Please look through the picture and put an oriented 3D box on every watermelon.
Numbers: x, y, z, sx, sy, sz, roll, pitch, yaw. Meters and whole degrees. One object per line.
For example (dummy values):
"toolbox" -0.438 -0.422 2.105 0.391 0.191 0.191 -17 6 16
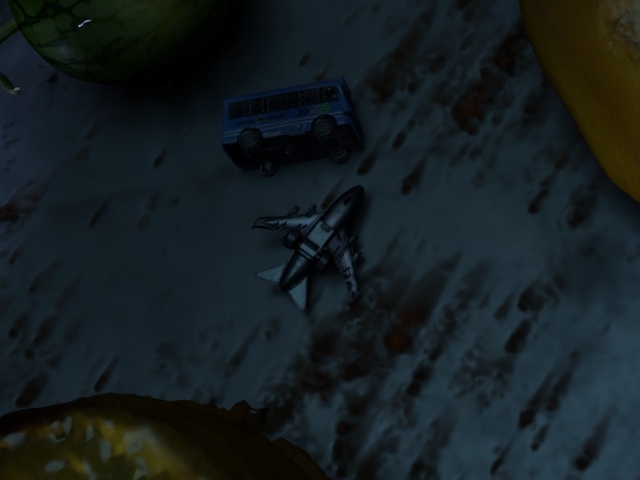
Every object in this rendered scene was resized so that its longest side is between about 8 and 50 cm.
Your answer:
"watermelon" -0.142 -0.161 0.983 0.187 0.141 0.141 -23 64 12

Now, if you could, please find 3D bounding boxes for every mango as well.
"mango" 0.191 -0.118 0.881 0.144 0.112 0.219 -15 77 11

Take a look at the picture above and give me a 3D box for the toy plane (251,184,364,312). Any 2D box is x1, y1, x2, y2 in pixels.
"toy plane" 0.000 0.000 0.934 0.078 0.031 0.083 36 85 11

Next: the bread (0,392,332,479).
"bread" -0.142 0.239 0.791 0.358 0.204 0.337 -28 59 8

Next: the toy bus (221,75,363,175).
"toy bus" -0.017 -0.071 0.964 0.083 0.038 0.046 -9 64 14
